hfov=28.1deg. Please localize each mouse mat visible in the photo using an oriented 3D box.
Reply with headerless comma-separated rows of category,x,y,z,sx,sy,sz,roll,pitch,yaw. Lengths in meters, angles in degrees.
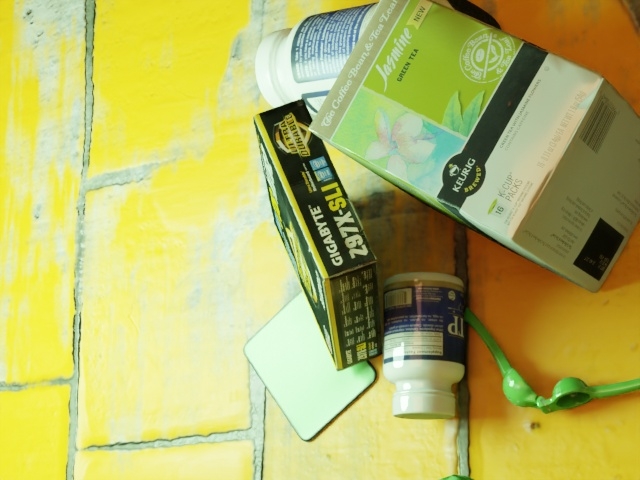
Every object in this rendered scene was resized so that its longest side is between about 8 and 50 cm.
mouse mat,-0.018,0.177,1.859,0.152,0.007,0.190,-43,59,12

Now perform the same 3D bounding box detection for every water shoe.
water shoe,0.182,-0.315,1.858,0.203,0.073,0.080,41,126,29

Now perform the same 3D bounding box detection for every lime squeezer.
lime squeezer,0.310,0.177,1.661,0.310,0.059,0.110,13,53,32

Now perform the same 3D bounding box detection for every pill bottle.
pill bottle,0.139,0.144,1.719,0.112,0.112,0.187,-6,74,27
pill bottle,0.042,-0.259,1.844,0.264,0.153,0.153,-2,76,40

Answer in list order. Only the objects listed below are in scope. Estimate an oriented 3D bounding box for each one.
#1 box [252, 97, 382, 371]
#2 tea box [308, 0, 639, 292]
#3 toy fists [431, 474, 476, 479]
box,0.000,0.000,1.717,0.079,0.322,0.257,-19,65,-6
tea box,0.222,-0.123,1.618,0.323,0.329,0.220,30,92,31
toy fists,0.104,0.409,1.649,0.279,0.142,0.096,-44,61,12
